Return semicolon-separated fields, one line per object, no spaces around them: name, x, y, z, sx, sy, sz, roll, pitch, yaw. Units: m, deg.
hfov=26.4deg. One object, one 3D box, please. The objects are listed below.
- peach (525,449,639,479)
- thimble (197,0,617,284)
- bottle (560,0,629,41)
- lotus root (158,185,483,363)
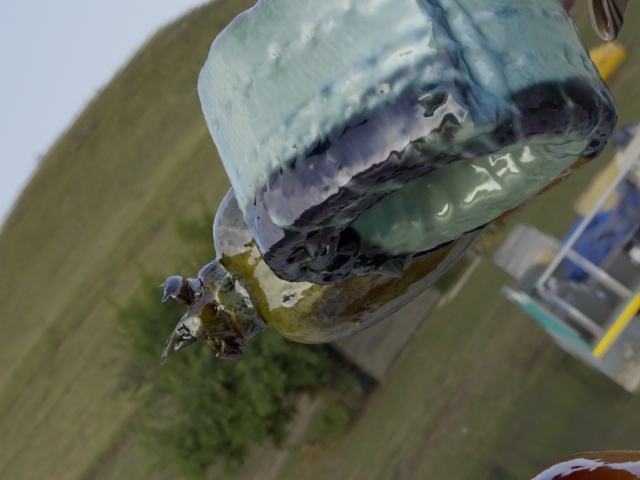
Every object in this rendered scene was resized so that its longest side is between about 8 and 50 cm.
peach;0.225;0.289;1.001;0.248;0.245;0.274;-62;2;44
thimble;0.048;-0.079;0.792;0.237;0.150;0.237;-24;-15;-7
bottle;0.178;-0.194;1.343;0.297;0.206;0.173;98;-167;-59
lotus root;0.000;0.000;0.988;0.278;0.154;0.154;-38;-2;4
